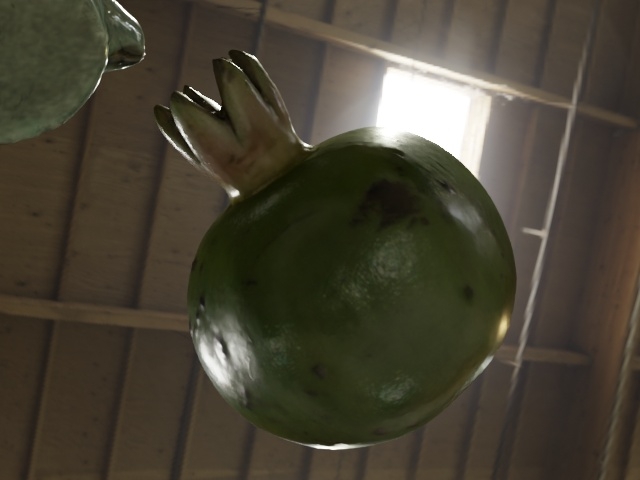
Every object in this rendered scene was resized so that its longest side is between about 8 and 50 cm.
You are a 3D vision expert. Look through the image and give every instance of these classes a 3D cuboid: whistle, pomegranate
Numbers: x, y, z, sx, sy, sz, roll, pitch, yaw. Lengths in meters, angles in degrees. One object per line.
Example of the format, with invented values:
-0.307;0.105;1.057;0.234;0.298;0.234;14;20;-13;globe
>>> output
-0.366;-0.185;0.823;0.404;0.168;0.188;-17;-42;-10;whistle
-0.001;0.001;0.515;0.187;0.187;0.225;-39;-80;-20;pomegranate
